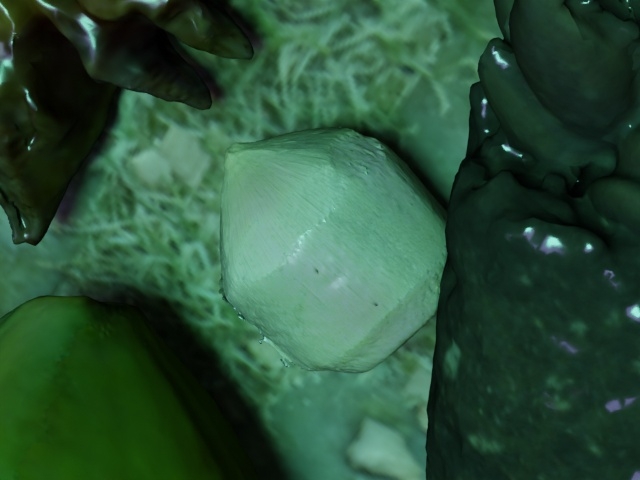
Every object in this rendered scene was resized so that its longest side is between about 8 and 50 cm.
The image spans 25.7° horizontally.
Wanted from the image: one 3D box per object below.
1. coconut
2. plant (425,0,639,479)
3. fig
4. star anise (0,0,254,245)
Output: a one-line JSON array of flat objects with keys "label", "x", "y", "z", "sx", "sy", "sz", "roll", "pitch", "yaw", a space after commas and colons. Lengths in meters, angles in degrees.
[{"label": "coconut", "x": 0.000, "y": 0.000, "z": 0.670, "sx": 0.124, "sy": 0.110, "sz": 0.110, "roll": 44, "pitch": 118, "yaw": -4}, {"label": "plant", "x": 0.142, "y": -0.030, "z": 0.569, "sx": 0.181, "sy": 0.194, "sz": 0.321, "roll": 13, "pitch": 117, "yaw": 5}, {"label": "fig", "x": -0.126, "y": 0.159, "z": 0.709, "sx": 0.239, "sy": 0.239, "sz": 0.271, "roll": 12, "pitch": 99, "yaw": 19}, {"label": "star anise", "x": -0.151, "y": -0.146, "z": 0.682, "sx": 0.349, "sy": 0.109, "sz": 0.292, "roll": -14, "pitch": 93, "yaw": 25}]
